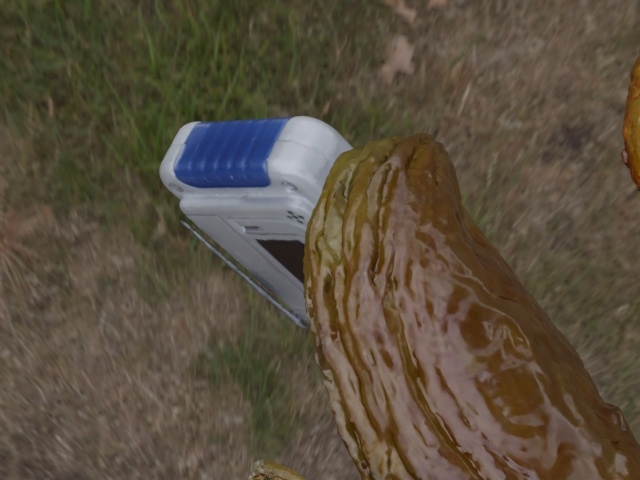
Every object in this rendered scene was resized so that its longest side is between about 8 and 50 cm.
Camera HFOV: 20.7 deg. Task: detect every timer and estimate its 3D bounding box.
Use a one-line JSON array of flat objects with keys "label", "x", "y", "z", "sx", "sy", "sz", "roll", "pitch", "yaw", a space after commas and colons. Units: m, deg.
[{"label": "timer", "x": 0.000, "y": 0.000, "z": 1.413, "sx": 0.253, "sy": 0.178, "sz": 0.078, "roll": 43, "pitch": 63, "yaw": -35}]

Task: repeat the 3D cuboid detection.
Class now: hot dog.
[{"label": "hot dog", "x": 0.071, "y": 0.078, "z": 0.834, "sx": 0.122, "sy": 0.196, "sz": 0.272, "roll": -34, "pitch": 77, "yaw": 1}]

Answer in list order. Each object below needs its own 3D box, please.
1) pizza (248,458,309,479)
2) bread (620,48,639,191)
[{"label": "pizza", "x": 0.004, "y": 0.307, "z": 1.739, "sx": 0.127, "sy": 0.058, "sz": 0.246, "roll": -1, "pitch": 39, "yaw": -26}, {"label": "bread", "x": 0.199, "y": -0.111, "z": 0.687, "sx": 0.095, "sy": 0.139, "sz": 0.268, "roll": 9, "pitch": 71, "yaw": 45}]
